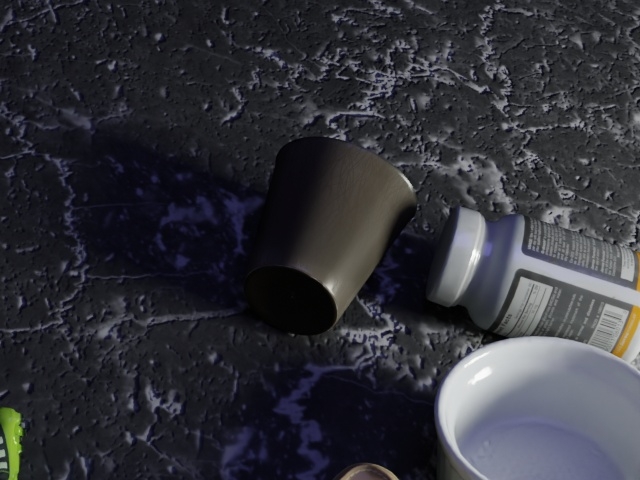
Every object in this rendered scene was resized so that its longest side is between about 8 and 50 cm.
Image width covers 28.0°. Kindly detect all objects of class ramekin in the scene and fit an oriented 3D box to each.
[{"bbox_3d":[0.263,0.252,1.487,0.277,0.135,0.277,2,37,-2],"label":"ramekin"}]

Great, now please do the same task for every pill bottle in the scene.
[{"bbox_3d":[0.290,0.057,1.694,0.278,0.162,0.162,18,45,-2],"label":"pill bottle"}]

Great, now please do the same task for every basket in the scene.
[{"bbox_3d":[0.000,0.000,1.667,0.204,0.154,0.227,21,49,4],"label":"basket"}]

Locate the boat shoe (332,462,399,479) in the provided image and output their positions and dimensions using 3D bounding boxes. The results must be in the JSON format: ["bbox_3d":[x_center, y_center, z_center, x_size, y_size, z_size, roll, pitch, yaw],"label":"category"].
[{"bbox_3d":[0.005,0.358,1.277,0.122,0.110,0.341,15,54,14],"label":"boat shoe"}]

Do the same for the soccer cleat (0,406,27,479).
[{"bbox_3d":[-0.357,0.254,1.374,0.072,0.060,0.179,-1,41,-6],"label":"soccer cleat"}]
